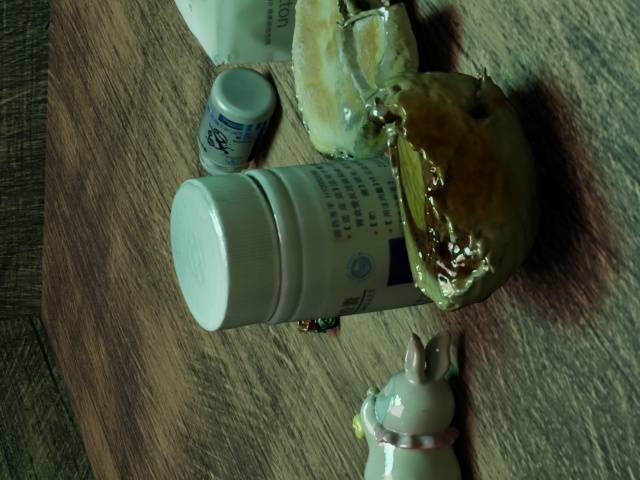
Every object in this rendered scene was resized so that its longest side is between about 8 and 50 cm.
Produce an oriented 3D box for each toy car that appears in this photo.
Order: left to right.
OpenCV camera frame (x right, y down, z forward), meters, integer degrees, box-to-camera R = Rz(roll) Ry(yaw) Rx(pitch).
[{"bbox_3d":[-0.013,0.070,2.227,0.073,0.054,0.143,-175,79,-68],"label":"toy car"}]

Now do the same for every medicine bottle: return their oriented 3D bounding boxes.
[{"bbox_3d":[-0.142,-0.188,2.411,0.191,0.107,0.107,116,142,-54],"label":"medicine bottle"},{"bbox_3d":[0.000,0.000,1.783,0.190,0.332,0.189,173,90,-69],"label":"medicine bottle"}]

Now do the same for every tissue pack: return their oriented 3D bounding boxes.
[{"bbox_3d":[-0.098,-0.461,2.096,0.266,0.194,0.356,-119,29,-44],"label":"tissue pack"}]

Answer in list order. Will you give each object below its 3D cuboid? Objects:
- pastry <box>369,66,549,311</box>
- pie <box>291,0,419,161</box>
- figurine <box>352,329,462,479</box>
[{"bbox_3d":[0.161,-0.058,1.604,0.237,0.170,0.256,83,168,-71],"label":"pastry"},{"bbox_3d":[0.036,-0.255,1.886,0.337,0.075,0.337,175,90,-70],"label":"pie"},{"bbox_3d":[0.114,0.224,1.866,0.155,0.127,0.235,-158,69,-77],"label":"figurine"}]
